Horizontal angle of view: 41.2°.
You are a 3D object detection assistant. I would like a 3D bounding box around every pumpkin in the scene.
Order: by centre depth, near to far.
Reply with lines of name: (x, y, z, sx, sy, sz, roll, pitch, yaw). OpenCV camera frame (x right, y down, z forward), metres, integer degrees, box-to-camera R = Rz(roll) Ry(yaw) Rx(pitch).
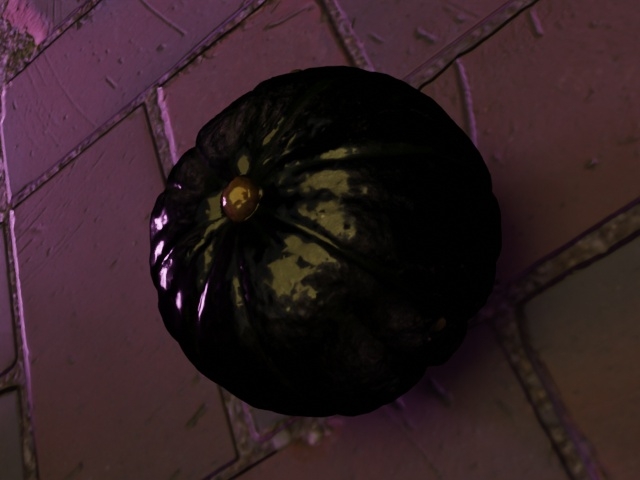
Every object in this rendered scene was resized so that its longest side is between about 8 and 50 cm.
pumpkin: (0.000, 0.000, 0.523, 0.221, 0.162, 0.220, -17, 61, 33)
